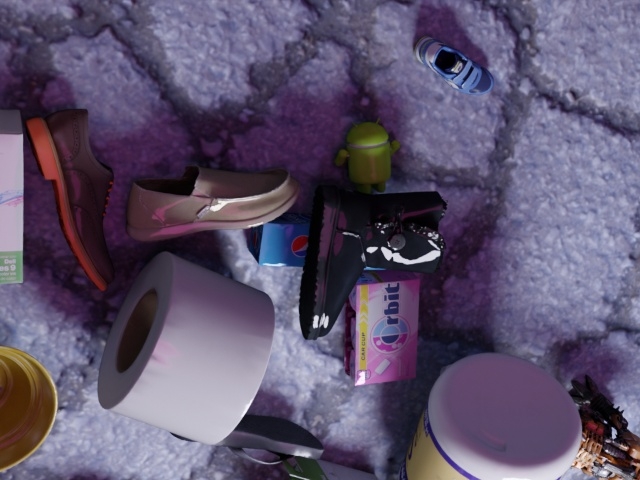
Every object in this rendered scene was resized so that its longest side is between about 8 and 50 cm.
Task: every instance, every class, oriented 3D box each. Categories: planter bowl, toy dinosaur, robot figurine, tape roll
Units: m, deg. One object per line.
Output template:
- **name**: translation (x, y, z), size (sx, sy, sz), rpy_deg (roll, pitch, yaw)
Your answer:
- **planter bowl**: translation (-0.504, 0.231, 1.602), size (0.217, 0.090, 0.217), rpy_deg (-10, 115, -22)
- **toy dinosaur**: translation (0.496, 0.373, 1.903), size (0.164, 0.218, 0.322), rpy_deg (-43, 115, -1)
- **robot figurine**: translation (0.074, -0.130, 1.680), size (0.101, 0.067, 0.115), rpy_deg (-11, 111, -15)
- **tape roll**: translation (-0.198, 0.158, 1.596), size (0.169, 0.246, 0.246), rpy_deg (25, 99, -23)

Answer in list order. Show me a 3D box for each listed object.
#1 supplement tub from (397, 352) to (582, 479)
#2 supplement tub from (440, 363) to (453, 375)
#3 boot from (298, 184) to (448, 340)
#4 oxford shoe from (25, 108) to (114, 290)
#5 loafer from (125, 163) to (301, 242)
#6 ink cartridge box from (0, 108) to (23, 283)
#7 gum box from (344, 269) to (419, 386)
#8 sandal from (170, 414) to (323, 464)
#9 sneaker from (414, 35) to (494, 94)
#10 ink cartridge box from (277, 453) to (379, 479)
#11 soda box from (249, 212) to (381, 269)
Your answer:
- **supplement tub**: translation (0.259, 0.366, 1.763), size (0.241, 0.241, 0.331), rpy_deg (-3, 137, -17)
- **supplement tub**: translation (0.266, 0.238, 1.865), size (0.107, 0.071, 0.071), rpy_deg (-10, 111, -13)
- **boot**: translation (0.082, 0.039, 1.649), size (0.207, 0.094, 0.247), rpy_deg (6, 100, -15)
- **oxford shoe**: translation (-0.332, -0.056, 1.564), size (0.098, 0.097, 0.271), rpy_deg (-22, 113, -16)
- **loafer**: translation (-0.160, -0.068, 1.608), size (0.268, 0.102, 0.092), rpy_deg (-14, 118, -12)
- **ink cartridge box**: translation (-0.452, -0.064, 1.487), size (0.093, 0.154, 0.212), rpy_deg (-2, 108, -17)
- **gum box**: translation (0.099, 0.145, 1.784), size (0.107, 0.062, 0.188), rpy_deg (-5, 109, -16)
- **sandal**: translation (-0.122, 0.321, 1.764), size (0.254, 0.097, 0.055), rpy_deg (11, 103, -10)
- **sneaker**: translation (0.212, -0.263, 1.682), size (0.144, 0.059, 0.053), rpy_deg (24, 97, -24)
- **ink cartridge box**: translation (0.013, 0.419, 1.825), size (0.209, 0.109, 0.062), rpy_deg (21, 100, -23)
- **soda box**: translation (0.000, 0.000, 1.701), size (0.210, 0.067, 0.071), rpy_deg (2, 107, -19)
